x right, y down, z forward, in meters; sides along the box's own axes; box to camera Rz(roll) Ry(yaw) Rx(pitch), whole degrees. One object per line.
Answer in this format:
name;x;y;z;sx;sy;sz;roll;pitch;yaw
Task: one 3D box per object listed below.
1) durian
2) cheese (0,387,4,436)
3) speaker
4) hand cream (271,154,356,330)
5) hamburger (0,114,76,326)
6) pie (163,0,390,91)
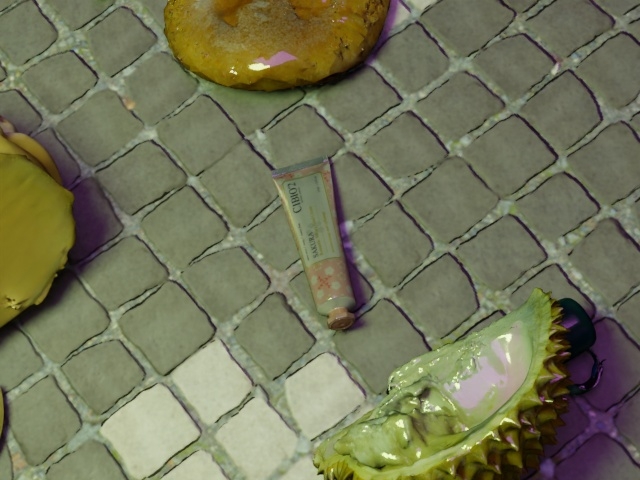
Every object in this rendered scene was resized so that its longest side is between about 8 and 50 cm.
durian;0.125;0.181;1.445;0.306;0.172;0.166;-32;74;15
cheese;-0.374;0.229;1.547;0.086;0.036;0.162;-8;67;-1
speaker;0.253;0.113;1.532;0.075;0.060;0.094;-29;103;-7
hand cream;0.000;0.000;1.606;0.067;0.043;0.209;-17;61;3
hamburger;-0.421;-0.040;1.553;0.276;0.276;0.237;-40;51;-11
pie;-0.053;-0.279;1.713;0.274;0.069;0.273;-2;63;4
